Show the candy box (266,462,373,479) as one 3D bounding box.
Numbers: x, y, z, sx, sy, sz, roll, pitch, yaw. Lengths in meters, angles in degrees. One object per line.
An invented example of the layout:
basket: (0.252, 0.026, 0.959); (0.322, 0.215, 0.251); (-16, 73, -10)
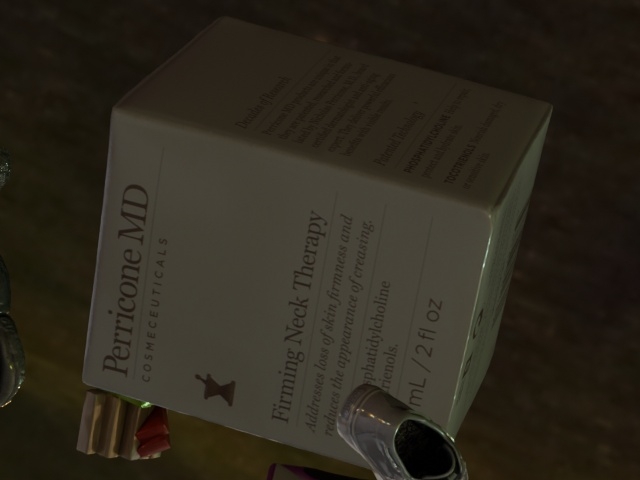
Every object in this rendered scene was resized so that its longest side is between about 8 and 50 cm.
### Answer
candy box: (-0.011, 0.226, 0.787); (0.071, 0.159, 0.233); (10, 136, 4)

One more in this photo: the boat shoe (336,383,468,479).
boat shoe: (0.080, 0.168, 1.489); (0.063, 0.066, 0.184); (26, 162, 38)

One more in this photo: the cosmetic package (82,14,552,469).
cosmetic package: (0.000, 0.000, 2.019); (0.393, 0.329, 0.327); (15, -153, 11)

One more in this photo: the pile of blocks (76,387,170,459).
pile of blocks: (-0.189, 0.131, 2.488); (0.112, 0.362, 0.149); (18, 168, 35)

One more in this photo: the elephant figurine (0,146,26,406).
elephant figurine: (-0.308, 0.068, 1.510); (0.169, 0.239, 0.186); (60, 174, 15)
